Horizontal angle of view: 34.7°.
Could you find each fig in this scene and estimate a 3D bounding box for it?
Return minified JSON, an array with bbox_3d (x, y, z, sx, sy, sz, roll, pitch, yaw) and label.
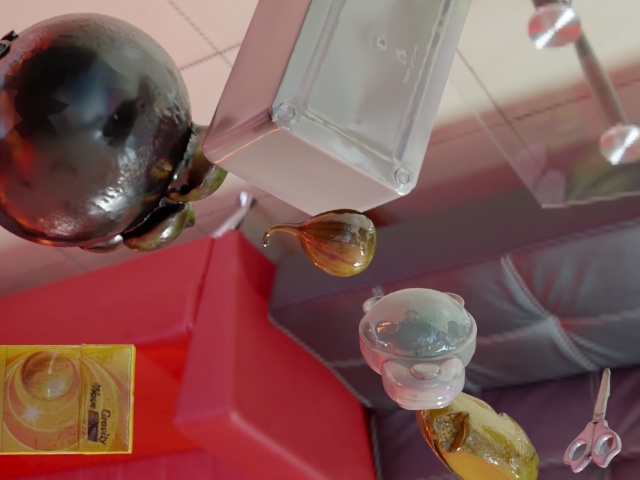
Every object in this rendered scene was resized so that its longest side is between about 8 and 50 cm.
[{"bbox_3d":[0.000,0.000,0.743,0.083,0.050,0.050,7,146,-7],"label":"fig"}]

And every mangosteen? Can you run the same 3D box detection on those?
[{"bbox_3d":[-0.277,-0.115,1.285,0.347,0.307,0.307,39,136,-25],"label":"mangosteen"}]

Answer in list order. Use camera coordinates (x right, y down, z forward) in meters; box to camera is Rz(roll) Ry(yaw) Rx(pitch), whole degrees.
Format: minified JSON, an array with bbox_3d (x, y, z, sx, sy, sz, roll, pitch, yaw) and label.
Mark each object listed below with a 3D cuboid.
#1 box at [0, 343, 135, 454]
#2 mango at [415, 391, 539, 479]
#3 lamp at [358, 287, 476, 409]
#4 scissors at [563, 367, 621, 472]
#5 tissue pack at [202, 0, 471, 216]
[{"bbox_3d":[-0.394,0.220,1.421,0.269,0.152,0.043,1,168,-4],"label":"box"},{"bbox_3d":[0.278,0.356,1.828,0.262,0.167,0.130,36,118,-20],"label":"mango"},{"bbox_3d":[0.148,0.149,1.545,0.179,0.246,0.108,-6,124,4],"label":"lamp"},{"bbox_3d":[0.470,0.299,1.727,0.021,0.212,0.110,46,135,-18],"label":"scissors"},{"bbox_3d":[0.022,-0.164,0.951,0.159,0.246,0.136,28,158,-23],"label":"tissue pack"}]
